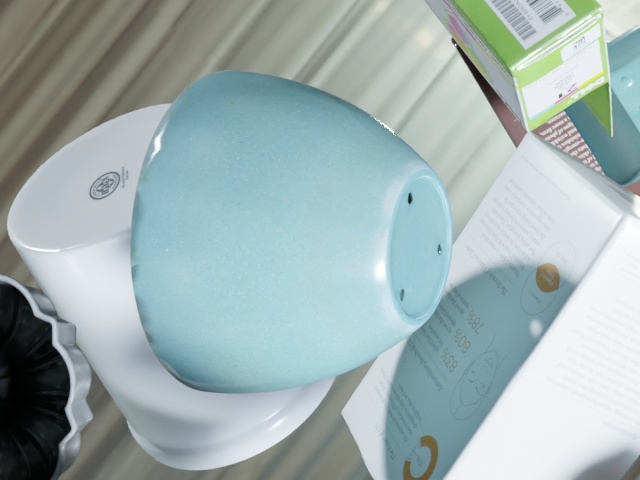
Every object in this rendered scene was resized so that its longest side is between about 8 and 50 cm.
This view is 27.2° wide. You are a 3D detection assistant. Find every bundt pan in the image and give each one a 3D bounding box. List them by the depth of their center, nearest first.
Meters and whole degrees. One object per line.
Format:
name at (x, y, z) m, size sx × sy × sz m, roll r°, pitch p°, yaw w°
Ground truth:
bundt pan at (-0.420, 0.186, 1.607) m, size 0.331 × 0.331 × 0.124 m, roll 39°, pitch 9°, yaw 12°

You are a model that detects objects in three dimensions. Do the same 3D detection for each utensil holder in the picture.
utensil holder at (-0.193, 0.059, 1.772) m, size 0.327 × 0.327 × 0.385 m, roll 37°, pitch -20°, yaw 54°

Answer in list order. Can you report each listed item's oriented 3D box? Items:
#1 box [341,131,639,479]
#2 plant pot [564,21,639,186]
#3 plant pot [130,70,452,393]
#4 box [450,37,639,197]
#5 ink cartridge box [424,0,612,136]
box at (0.201, 0.110, 1.243) m, size 0.168 × 0.345 × 0.215 m, roll 27°, pitch 15°, yaw -25°
plant pot at (0.395, -0.171, 1.573) m, size 0.165 × 0.165 × 0.234 m, roll 57°, pitch 4°, yaw -1°
plant pot at (0.000, 0.000, 1.150) m, size 0.195 × 0.290 × 0.290 m, roll 5°, pitch -18°, yaw 29°
box at (0.368, -0.180, 1.927) m, size 0.381 × 0.191 × 0.143 m, roll 58°, pitch 10°, yaw -9°
ink cartridge box at (0.183, -0.190, 1.247) m, size 0.189 × 0.097 × 0.255 m, roll 56°, pitch 0°, yaw 26°
